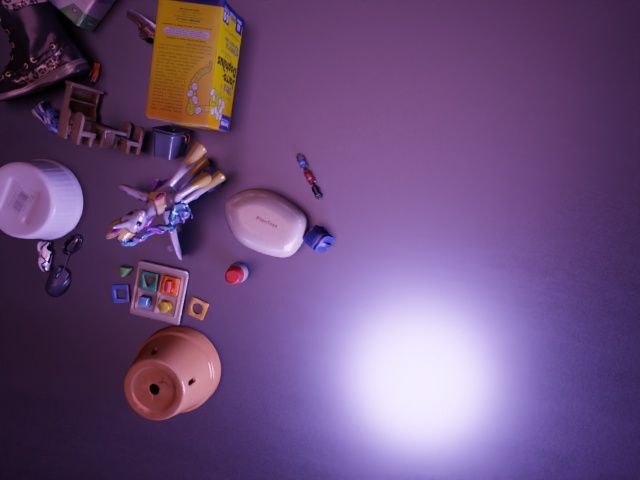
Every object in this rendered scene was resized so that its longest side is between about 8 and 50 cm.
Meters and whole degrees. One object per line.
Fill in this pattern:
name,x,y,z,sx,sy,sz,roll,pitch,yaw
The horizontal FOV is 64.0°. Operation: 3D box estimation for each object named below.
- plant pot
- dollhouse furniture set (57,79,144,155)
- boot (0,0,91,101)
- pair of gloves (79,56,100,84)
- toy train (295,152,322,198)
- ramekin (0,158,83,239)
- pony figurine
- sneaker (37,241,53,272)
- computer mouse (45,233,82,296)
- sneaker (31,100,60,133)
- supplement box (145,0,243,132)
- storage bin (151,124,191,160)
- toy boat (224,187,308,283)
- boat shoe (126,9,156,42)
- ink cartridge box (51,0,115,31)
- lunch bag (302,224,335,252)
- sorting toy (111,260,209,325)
plant pot,-0.495,0.442,1.656,0.291,0.203,0.290,1,97,9
dollhouse furniture set,-0.696,-0.384,1.591,0.242,0.212,0.160,24,102,32
boot,-0.944,-0.603,1.598,0.378,0.138,0.284,-15,110,12
pair of gloves,-0.760,-0.555,1.678,0.083,0.010,0.074,24,101,8
toy train,-0.037,-0.201,1.599,0.027,0.036,0.158,-26,92,10
ramekin,-0.949,-0.134,1.690,0.278,0.135,0.277,1,96,8
pony figurine,-0.465,-0.117,1.548,0.363,0.351,0.302,-42,93,-8
sneaker,-0.940,0.056,1.758,0.044,0.040,0.109,-5,96,7
computer mouse,-0.881,0.088,1.753,0.071,0.041,0.242,25,99,6
sneaker,-0.886,-0.402,1.693,0.144,0.053,0.059,44,98,0
supplement box,-0.370,-0.521,1.532,0.195,0.194,0.356,10,98,7
storage bin,-0.464,-0.305,1.608,0.098,0.135,0.091,15,110,6
toy boat,-0.205,-0.004,1.606,0.268,0.148,0.318,30,92,-1
boat shoe,-0.536,-0.654,1.606,0.183,0.066,0.066,33,101,4
ink cartridge box,-0.730,-0.794,1.605,0.154,0.093,0.212,42,103,1
lunch bag,0.000,0.000,1.589,0.065,0.098,0.067,45,103,20
sorting toy,-0.543,0.179,1.711,0.348,0.047,0.195,12,98,7
